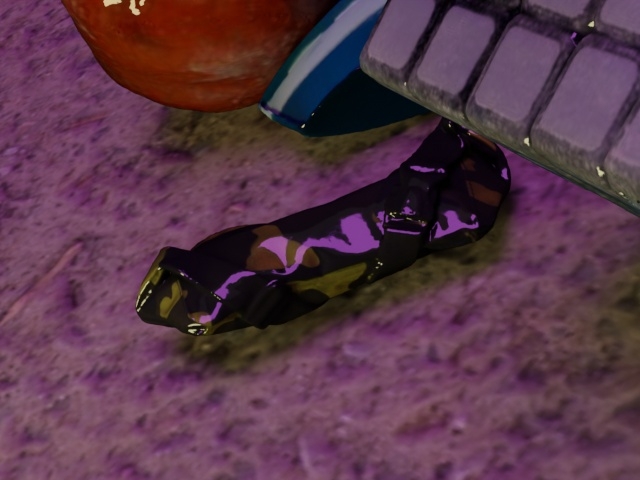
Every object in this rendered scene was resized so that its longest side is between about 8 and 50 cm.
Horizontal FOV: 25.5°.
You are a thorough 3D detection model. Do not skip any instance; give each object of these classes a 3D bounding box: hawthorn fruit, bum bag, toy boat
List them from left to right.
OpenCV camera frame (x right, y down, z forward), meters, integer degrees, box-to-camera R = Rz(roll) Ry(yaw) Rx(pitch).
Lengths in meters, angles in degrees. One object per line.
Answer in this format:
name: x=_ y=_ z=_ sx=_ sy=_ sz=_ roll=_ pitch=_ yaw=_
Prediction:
hawthorn fruit: x=-0.047 y=-0.212 z=0.978 sx=0.272 sy=0.242 sz=0.242 roll=-3 pitch=42 yaw=22
bum bag: x=0.000 y=0.000 z=0.814 sx=0.232 sy=0.060 sz=0.107 roll=-24 pitch=26 yaw=4
toy boat: x=0.094 y=-0.143 z=0.904 sx=0.299 sy=0.096 sz=0.062 roll=-27 pitch=44 yaw=10

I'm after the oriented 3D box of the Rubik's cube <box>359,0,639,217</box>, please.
Rubik's cube: x=0.199 y=-0.103 z=0.580 sx=0.237 sy=0.237 sz=0.238 roll=38 pitch=102 yaw=54
